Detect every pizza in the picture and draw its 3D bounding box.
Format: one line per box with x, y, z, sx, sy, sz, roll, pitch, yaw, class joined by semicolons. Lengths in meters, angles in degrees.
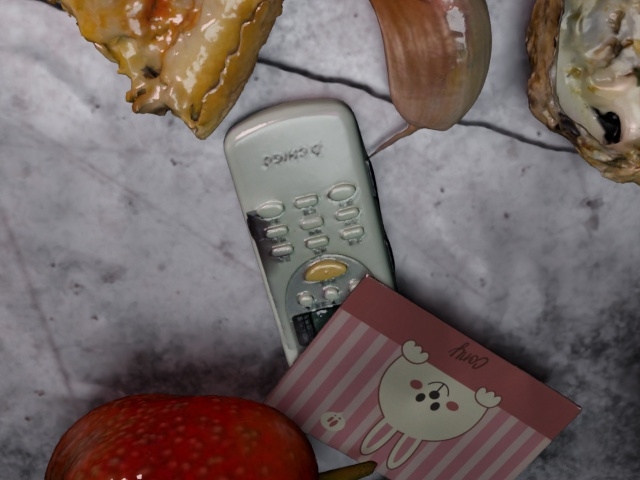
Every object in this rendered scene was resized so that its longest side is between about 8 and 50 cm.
-0.141;-0.349;0.731;0.392;0.080;0.435;-44;113;13;pizza

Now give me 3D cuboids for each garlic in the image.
0.098;-0.173;0.833;0.128;0.090;0.198;-1;122;13;garlic

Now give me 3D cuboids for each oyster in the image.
0.269;-0.195;0.834;0.166;0.094;0.294;-4;103;-20;oyster

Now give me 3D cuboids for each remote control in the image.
0.000;0.000;0.908;0.140;0.056;0.296;-14;115;1;remote control

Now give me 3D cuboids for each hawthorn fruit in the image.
-0.113;0.284;0.919;0.369;0.285;0.285;-16;115;-12;hawthorn fruit

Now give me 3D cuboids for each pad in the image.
0.112;0.184;0.961;0.299;0.005;0.202;33;109;-15;pad
